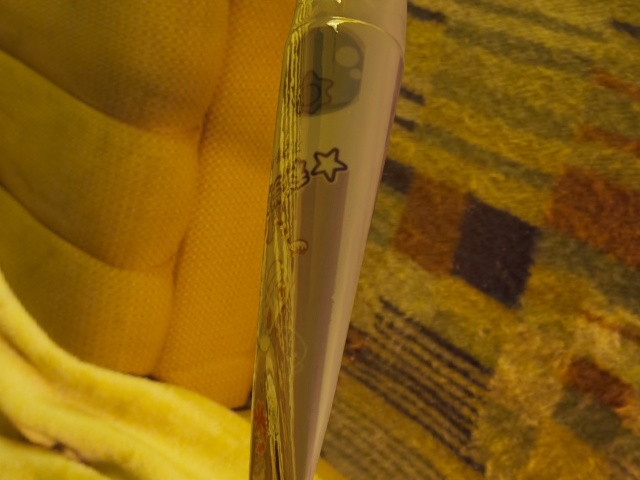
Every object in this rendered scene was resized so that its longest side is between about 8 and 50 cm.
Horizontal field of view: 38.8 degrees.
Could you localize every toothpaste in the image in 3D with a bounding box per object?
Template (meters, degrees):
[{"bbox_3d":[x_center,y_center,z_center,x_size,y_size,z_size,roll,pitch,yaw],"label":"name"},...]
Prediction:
[{"bbox_3d":[0.000,0.000,0.555,0.125,0.080,0.371,138,142,-68],"label":"toothpaste"}]
